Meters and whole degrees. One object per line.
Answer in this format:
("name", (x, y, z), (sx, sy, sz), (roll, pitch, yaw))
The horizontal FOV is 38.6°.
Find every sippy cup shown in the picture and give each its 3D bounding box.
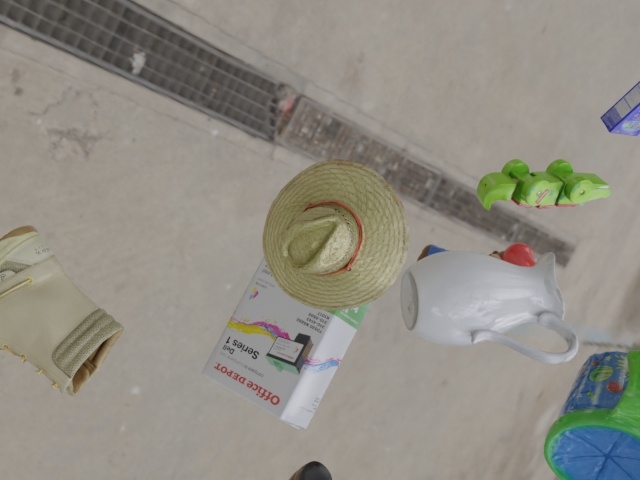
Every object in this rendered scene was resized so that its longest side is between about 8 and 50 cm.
("sippy cup", (0.566, 0.341, 1.756), (0.305, 0.240, 0.224), (-34, -161, 44))

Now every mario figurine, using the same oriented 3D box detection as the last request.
("mario figurine", (0.372, 0.095, 2.142), (0.198, 0.321, 0.170), (-26, 110, -34))

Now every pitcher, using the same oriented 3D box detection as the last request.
("pitcher", (0.221, 0.092, 1.192), (0.207, 0.177, 0.125), (-1, 131, -11))

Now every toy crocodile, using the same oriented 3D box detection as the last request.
("toy crocodile", (0.519, -0.118, 2.105), (0.341, 0.115, 0.105), (-2, 122, -27))

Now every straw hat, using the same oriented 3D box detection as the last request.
("straw hat", (0.000, 0.000, 0.793), (0.061, 0.145, 0.144), (-9, 124, -66))

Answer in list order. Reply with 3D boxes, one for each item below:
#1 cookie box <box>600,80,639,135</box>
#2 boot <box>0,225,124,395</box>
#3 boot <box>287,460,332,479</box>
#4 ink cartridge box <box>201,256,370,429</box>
("cookie box", (0.583, -0.242, 1.670), (0.092, 0.040, 0.107), (0, 145, -39))
("boot", (-0.399, 0.138, 1.190), (0.262, 0.203, 0.095), (-46, 176, 9))
("boot", (-0.076, 0.586, 1.822), (0.115, 0.112, 0.305), (-35, -164, 43))
("ink cartridge box", (-0.065, 0.185, 1.727), (0.278, 0.201, 0.117), (-62, 150, -7))
